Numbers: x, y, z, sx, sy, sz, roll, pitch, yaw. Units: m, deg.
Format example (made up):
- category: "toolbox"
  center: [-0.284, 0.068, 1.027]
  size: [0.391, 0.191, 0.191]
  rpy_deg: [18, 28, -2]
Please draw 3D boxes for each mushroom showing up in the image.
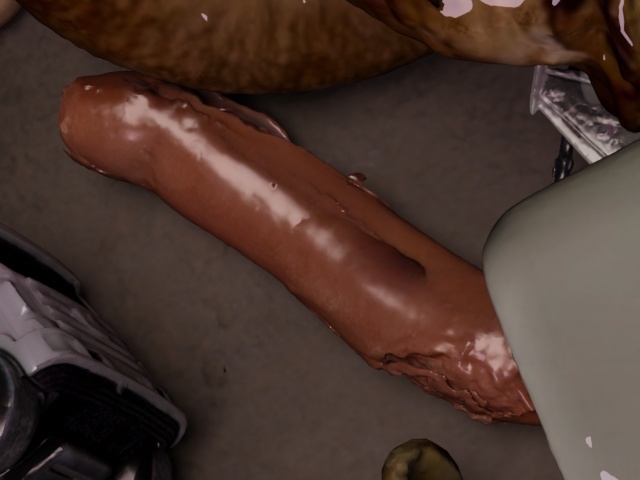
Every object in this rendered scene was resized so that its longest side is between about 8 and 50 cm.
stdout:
- category: "mushroom"
  center: [-0.014, -0.168, 0.813]
  size: [0.334, 0.331, 0.356]
  rpy_deg: [-10, 69, -1]

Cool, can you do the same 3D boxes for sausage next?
- category: "sausage"
  center: [0.000, -0.001, 0.909]
  size: [0.304, 0.078, 0.078]
  rpy_deg: [33, 90, 19]

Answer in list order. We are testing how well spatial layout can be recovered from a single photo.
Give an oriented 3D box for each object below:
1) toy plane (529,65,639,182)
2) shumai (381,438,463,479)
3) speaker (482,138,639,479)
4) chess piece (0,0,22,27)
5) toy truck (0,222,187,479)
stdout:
- category: "toy plane"
  center: [0.169, -0.027, 0.865]
  size: [0.160, 0.082, 0.234]
  rpy_deg: [9, 97, 9]
- category: "shumai"
  center: [-0.042, 0.205, 0.832]
  size: [0.262, 0.314, 0.267]
  rpy_deg: [-30, 88, -35]
- category: "speaker"
  center: [0.223, 0.132, 0.730]
  size: [0.184, 0.183, 0.406]
  rpy_deg: [-23, 86, 16]
- category: "chess piece"
  center: [-0.195, -0.151, 1.017]
  size: [0.083, 0.038, 0.083]
  rpy_deg: [-3, 79, 19]
- category: "toy truck"
  center: [-0.249, 0.140, 0.912]
  size: [0.363, 0.176, 0.178]
  rpy_deg: [-37, 59, 9]
